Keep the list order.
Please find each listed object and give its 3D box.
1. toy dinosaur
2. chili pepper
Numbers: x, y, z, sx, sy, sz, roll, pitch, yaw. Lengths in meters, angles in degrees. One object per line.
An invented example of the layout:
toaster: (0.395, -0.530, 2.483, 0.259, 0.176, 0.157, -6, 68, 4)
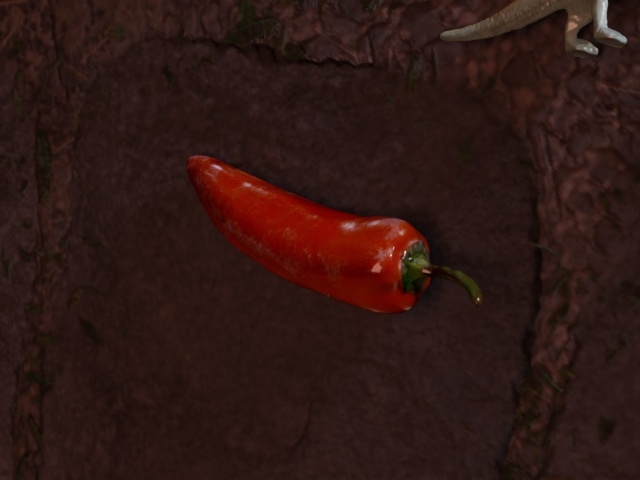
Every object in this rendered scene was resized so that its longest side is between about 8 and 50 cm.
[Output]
toy dinosaur: (0.163, -0.168, 0.842, 0.187, 0.044, 0.106, 11, 86, 44)
chili pepper: (0.000, 0.000, 0.942, 0.272, 0.071, 0.063, 22, 144, 35)
